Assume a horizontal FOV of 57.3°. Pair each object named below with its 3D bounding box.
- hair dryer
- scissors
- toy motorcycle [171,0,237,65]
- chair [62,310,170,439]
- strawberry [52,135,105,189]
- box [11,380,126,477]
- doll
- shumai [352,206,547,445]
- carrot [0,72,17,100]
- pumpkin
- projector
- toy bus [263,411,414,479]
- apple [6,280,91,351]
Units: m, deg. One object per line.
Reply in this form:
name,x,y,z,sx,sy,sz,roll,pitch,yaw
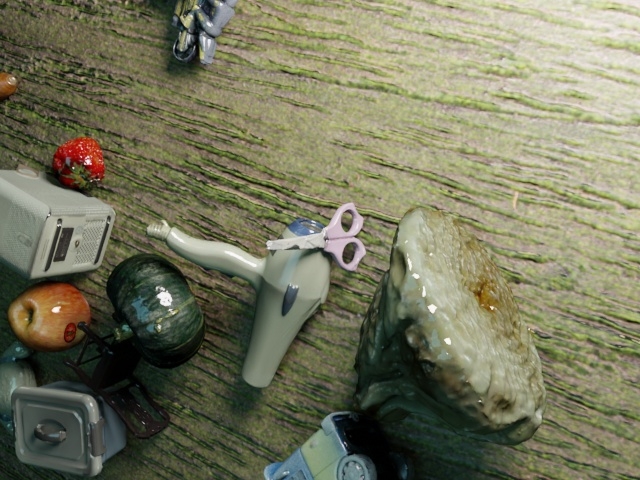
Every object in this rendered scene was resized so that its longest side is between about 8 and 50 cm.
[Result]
hair dryer,-0.129,0.108,0.975,0.298,0.119,0.296,0,107,1
scissors,0.000,0.000,0.887,0.021,0.212,0.110,1,94,41
toy motorcycle,-0.197,-0.399,1.013,0.124,0.061,0.193,9,90,29
chair,-0.369,0.256,1.123,0.229,0.106,0.113,36,109,15
strawberry,-0.467,-0.153,1.139,0.106,0.106,0.106,2,95,23
box,-0.504,0.368,1.176,0.227,0.130,0.162,0,95,24
doll,-0.665,0.319,1.271,0.103,0.071,0.214,2,92,22
shumai,0.125,0.139,0.815,0.304,0.309,0.263,38,127,-23
carrot,-0.728,-0.301,1.264,0.216,0.048,0.048,-22,86,28
pumpkin,-0.291,0.126,1.029,0.152,0.211,0.212,-32,80,-12
projector,-0.555,-0.039,1.137,0.242,0.177,0.163,28,103,20
toy bus,0.066,0.434,0.874,0.190,0.152,0.312,-45,54,20
apple,-0.544,0.152,1.174,0.146,0.131,0.146,-1,89,24
